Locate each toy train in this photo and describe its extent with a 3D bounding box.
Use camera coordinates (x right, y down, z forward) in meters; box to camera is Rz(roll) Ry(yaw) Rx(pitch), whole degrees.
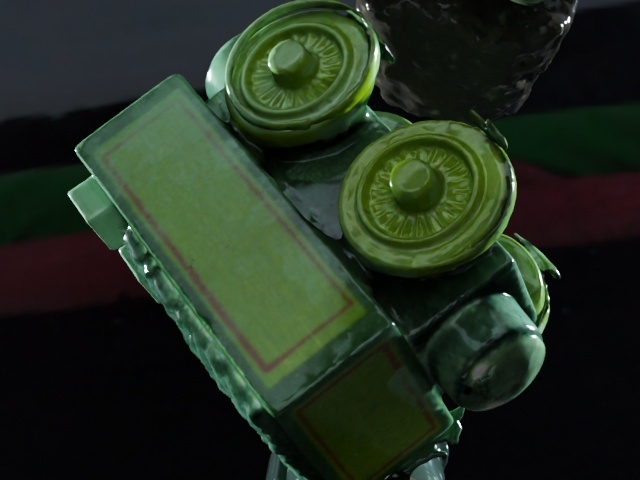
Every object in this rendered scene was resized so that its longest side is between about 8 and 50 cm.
[{"bbox_3d":[0.000,0.000,0.765,0.188,0.159,0.271,-37,-125,-3],"label":"toy train"}]

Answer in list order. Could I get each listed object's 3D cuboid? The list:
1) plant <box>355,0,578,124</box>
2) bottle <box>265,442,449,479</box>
[{"bbox_3d":[0.105,-0.187,0.873,0.147,0.274,0.149,9,-118,-9],"label":"plant"},{"bbox_3d":[0.029,0.231,0.769,0.144,0.144,0.336,-6,-142,3],"label":"bottle"}]
